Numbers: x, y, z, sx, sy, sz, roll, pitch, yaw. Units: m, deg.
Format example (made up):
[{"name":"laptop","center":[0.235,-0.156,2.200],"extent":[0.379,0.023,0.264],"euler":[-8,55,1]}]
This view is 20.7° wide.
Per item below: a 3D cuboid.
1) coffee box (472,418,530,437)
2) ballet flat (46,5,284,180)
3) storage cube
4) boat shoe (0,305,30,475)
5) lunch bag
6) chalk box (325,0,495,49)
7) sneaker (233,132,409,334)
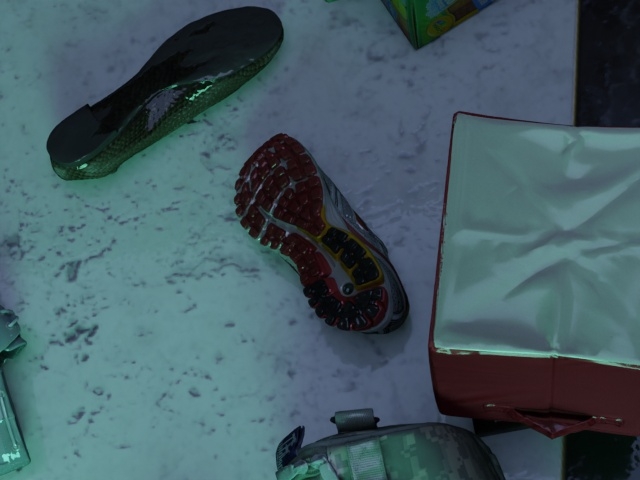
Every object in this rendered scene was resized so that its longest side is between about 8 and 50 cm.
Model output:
[{"name":"coffee box","center":[0.241,0.090,1.472],"extent":[0.246,0.141,0.098],"euler":[-10,74,2]},{"name":"ballet flat","center":[-0.139,-0.130,1.612],"extent":[0.250,0.058,0.084],"euler":[-36,54,-10]},{"name":"storage cube","center":[0.183,0.030,1.323],"extent":[0.183,0.193,0.215],"euler":[5,71,8]},{"name":"boat shoe","center":[-0.300,0.098,1.557],"extent":[0.081,0.079,0.228],"euler":[-10,80,-7]},{"name":"lunch bag","center":[0.074,0.292,1.375],"extent":[0.212,0.256,0.305],"euler":[-17,74,0]},{"name":"chalk box","center":[0.098,-0.272,1.583],"extent":[0.213,0.132,0.132],"euler":[-33,75,-3]},{"name":"sneaker","center":[0.000,0.000,1.553],"extent":[0.088,0.092,0.225],"euler":[-40,60,14]}]
